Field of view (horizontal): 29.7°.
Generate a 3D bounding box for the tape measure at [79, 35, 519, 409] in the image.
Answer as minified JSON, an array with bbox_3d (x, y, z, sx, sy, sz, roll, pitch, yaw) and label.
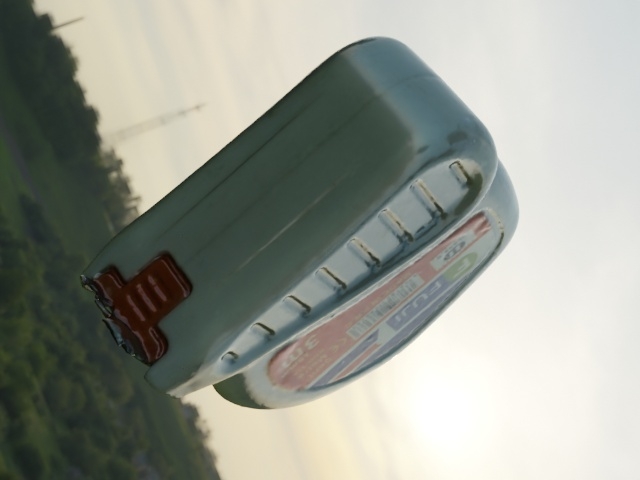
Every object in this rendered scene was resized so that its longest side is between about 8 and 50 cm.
[{"bbox_3d":[0.000,0.000,0.821,0.130,0.258,0.265,49,3,26],"label":"tape measure"}]
